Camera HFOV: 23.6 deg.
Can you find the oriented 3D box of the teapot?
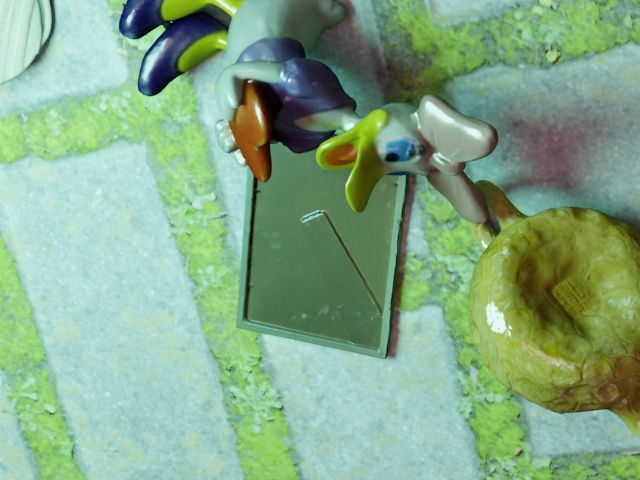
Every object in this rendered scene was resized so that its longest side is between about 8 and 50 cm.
[{"bbox_3d":[0.240,0.071,1.556,0.311,0.203,0.167,51,162,19],"label":"teapot"}]

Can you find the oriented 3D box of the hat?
[{"bbox_3d":[-0.415,-0.280,1.659,0.219,0.164,0.226,3,89,19],"label":"hat"}]

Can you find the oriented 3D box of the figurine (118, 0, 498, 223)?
[{"bbox_3d":[-0.014,-0.150,1.539,0.421,0.193,0.154,42,156,25],"label":"figurine"}]

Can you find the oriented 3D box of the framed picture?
[{"bbox_3d":[0.000,0.000,1.684,0.184,0.016,0.250,10,113,15],"label":"framed picture"}]
